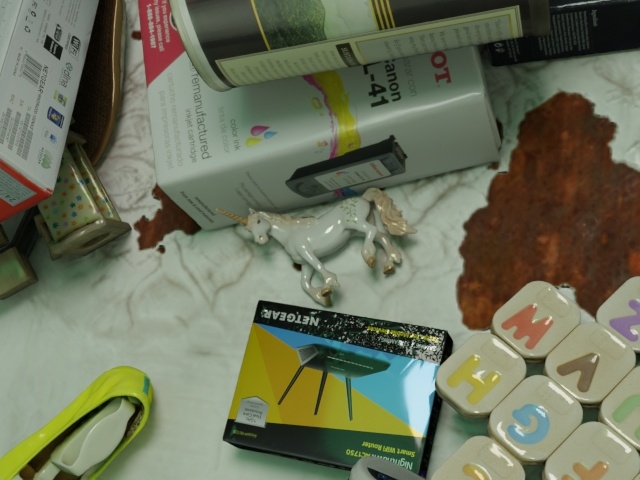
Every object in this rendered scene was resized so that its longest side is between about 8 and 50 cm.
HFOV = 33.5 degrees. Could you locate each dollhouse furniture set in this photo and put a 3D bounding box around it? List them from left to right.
[{"bbox_3d":[-0.308,-0.054,1.042,0.161,0.101,0.182,-29,85,4],"label":"dollhouse furniture set"}]

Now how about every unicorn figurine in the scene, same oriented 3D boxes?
[{"bbox_3d":[0.000,0.000,0.993,0.162,0.060,0.111,-22,64,-10],"label":"unicorn figurine"}]

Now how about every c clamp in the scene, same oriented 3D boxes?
[{"bbox_3d":[-0.350,-0.030,1.123,0.137,0.022,0.160,23,78,23],"label":"c clamp"}]

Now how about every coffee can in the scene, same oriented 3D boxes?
[{"bbox_3d":[0.032,-0.239,0.846,0.275,0.201,0.201,-9,68,12],"label":"coffee can"}]

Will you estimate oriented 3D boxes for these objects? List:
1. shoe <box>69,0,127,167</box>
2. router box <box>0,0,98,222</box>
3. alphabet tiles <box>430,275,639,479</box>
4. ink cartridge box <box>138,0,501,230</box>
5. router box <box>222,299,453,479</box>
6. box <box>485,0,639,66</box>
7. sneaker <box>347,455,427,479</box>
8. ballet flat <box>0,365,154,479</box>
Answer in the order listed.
[{"bbox_3d":[-0.240,-0.170,1.125,0.077,0.058,0.219,9,85,6],"label":"shoe"},{"bbox_3d":[-0.361,-0.141,1.038,0.301,0.082,0.335,-22,47,29],"label":"router box"},{"bbox_3d":[0.234,0.155,0.832,0.278,0.021,0.284,-39,63,-21],"label":"alphabet tiles"},{"bbox_3d":[-0.005,-0.161,1.011,0.306,0.131,0.226,-15,67,12],"label":"ink cartridge box"},{"bbox_3d":[0.017,0.132,0.938,0.179,0.046,0.133,7,73,19],"label":"router box"},{"bbox_3d":[0.228,-0.259,0.997,0.158,0.093,0.156,-5,68,16],"label":"box"},{"bbox_3d":[0.101,0.272,0.854,0.217,0.079,0.121,28,107,7],"label":"sneaker"},{"bbox_3d":[-0.238,0.207,0.960,0.231,0.077,0.077,-45,23,-6],"label":"ballet flat"}]
